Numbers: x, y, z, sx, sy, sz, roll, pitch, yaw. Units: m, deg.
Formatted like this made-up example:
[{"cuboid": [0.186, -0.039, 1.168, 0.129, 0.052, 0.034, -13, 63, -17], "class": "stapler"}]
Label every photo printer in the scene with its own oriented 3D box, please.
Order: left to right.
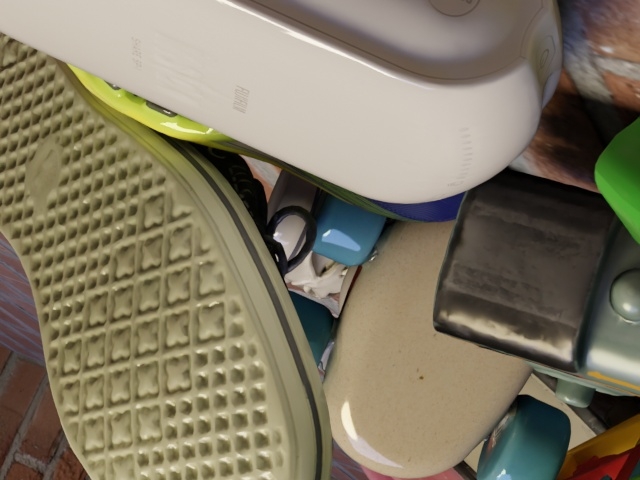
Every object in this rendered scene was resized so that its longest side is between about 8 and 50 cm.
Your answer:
[{"cuboid": [-0.031, -0.122, 0.961, 0.307, 0.107, 0.256, 24, 168, 0], "class": "photo printer"}]

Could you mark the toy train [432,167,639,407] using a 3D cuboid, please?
[{"cuboid": [0.220, 0.050, 1.066, 0.334, 0.142, 0.190, 18, 180, 25], "class": "toy train"}]

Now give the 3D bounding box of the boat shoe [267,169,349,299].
[{"cuboid": [0.000, 0.000, 1.455, 0.088, 0.096, 0.267, 20, 169, 2], "class": "boat shoe"}]

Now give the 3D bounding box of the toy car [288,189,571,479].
[{"cuboid": [0.079, 0.035, 1.357, 0.219, 0.210, 0.238, 23, -164, -7], "class": "toy car"}]

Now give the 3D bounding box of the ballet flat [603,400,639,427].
[{"cuboid": [0.349, 0.218, 1.784, 0.248, 0.086, 0.086, 33, 165, -31], "class": "ballet flat"}]

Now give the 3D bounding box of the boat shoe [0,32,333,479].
[{"cuboid": [-0.096, 0.016, 1.229, 0.156, 0.187, 0.500, 19, -158, -38], "class": "boat shoe"}]

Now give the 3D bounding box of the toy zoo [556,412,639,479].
[{"cuboid": [0.229, 0.149, 1.303, 0.030, 0.192, 0.293, 61, -158, -1], "class": "toy zoo"}]

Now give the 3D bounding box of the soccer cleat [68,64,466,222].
[{"cuboid": [-0.032, -0.079, 1.174, 0.289, 0.093, 0.121, 21, 166, 11], "class": "soccer cleat"}]

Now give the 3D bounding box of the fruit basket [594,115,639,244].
[{"cuboid": [0.305, 0.071, 0.644, 0.392, 0.283, 0.392, 39, 174, 5], "class": "fruit basket"}]

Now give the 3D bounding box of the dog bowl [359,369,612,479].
[{"cuboid": [0.188, 0.253, 1.668, 0.408, 0.150, 0.408, 48, 171, 10], "class": "dog bowl"}]
